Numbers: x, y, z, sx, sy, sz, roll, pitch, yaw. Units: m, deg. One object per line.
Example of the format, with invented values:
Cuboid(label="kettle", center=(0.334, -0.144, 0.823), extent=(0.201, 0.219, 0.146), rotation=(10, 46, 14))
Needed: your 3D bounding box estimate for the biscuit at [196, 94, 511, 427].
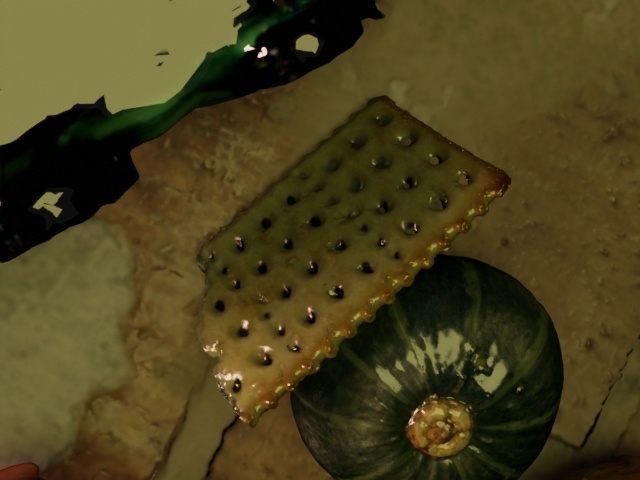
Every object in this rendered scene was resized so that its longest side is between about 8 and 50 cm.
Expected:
Cuboid(label="biscuit", center=(0.000, 0.001, 0.625), extent=(0.203, 0.144, 0.016), rotation=(-41, 135, -5))

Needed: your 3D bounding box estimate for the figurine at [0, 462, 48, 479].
Cuboid(label="figurine", center=(-0.135, 0.230, 0.597), extent=(0.387, 0.166, 0.207), rotation=(27, 110, -14))

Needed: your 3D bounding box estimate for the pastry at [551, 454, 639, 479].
Cuboid(label="pastry", center=(0.194, 0.253, 0.695), extent=(0.229, 0.100, 0.218), rotation=(-5, 100, -15))

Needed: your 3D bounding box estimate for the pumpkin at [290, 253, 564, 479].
Cuboid(label="pumpkin", center=(0.067, 0.088, 0.644), extent=(0.167, 0.125, 0.167), rotation=(1, 100, 4))

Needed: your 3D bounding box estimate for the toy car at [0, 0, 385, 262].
Cuboid(label="toy car", center=(-0.149, -0.126, 0.569), extent=(0.358, 0.176, 0.213), rotation=(-33, 100, -10))
